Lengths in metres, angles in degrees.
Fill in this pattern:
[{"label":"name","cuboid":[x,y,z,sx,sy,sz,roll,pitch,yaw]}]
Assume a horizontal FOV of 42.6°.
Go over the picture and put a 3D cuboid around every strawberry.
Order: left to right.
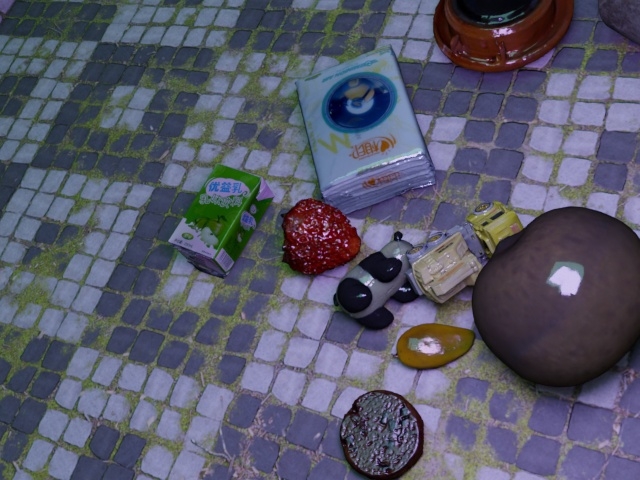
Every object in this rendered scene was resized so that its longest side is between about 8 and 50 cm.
[{"label":"strawberry","cuboid":[0.000,0.000,1.963,0.201,0.184,0.187,17,99,18]}]

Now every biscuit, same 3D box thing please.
[{"label":"biscuit","cuboid":[0.131,0.412,1.747,0.192,0.049,0.192,-7,66,16]}]

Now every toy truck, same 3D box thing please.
[{"label":"toy truck","cuboid":[0.324,0.032,1.789,0.272,0.124,0.157,-32,20,-7]}]

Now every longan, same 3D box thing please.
[{"label":"longan","cuboid":[0.480,0.106,1.628,0.361,0.361,0.361,-10,58,16]}]

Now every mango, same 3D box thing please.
[{"label":"mango","cuboid":[0.247,0.229,1.800,0.187,0.066,0.101,-9,59,7]}]

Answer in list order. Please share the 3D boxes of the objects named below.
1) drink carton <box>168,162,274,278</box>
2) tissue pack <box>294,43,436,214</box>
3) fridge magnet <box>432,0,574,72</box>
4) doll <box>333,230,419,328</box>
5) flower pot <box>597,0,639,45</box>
[{"label":"drink carton","cuboid":[-0.259,-0.054,2.139,0.161,0.108,0.271,20,69,27]},{"label":"tissue pack","cuboid":[0.106,-0.282,2.092,0.287,0.162,0.388,-20,55,9]},{"label":"fridge magnet","cuboid":[0.468,-0.594,2.131,0.363,0.155,0.364,-9,58,16]},{"label":"doll","cuboid":[0.137,0.091,1.876,0.234,0.143,0.135,-41,44,-1]},{"label":"flower pot","cuboid":[0.835,-0.553,1.891,0.330,0.293,0.293,33,77,39]}]
